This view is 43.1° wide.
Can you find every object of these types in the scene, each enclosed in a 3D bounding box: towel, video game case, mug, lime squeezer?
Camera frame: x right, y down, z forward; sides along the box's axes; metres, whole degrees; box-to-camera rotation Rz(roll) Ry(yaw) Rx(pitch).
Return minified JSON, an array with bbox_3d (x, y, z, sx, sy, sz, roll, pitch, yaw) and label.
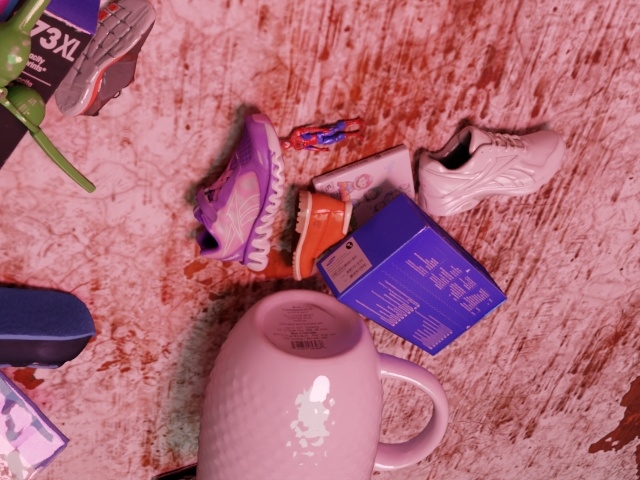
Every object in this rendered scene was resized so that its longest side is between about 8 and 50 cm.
[{"bbox_3d":[-0.514,0.311,1.106,0.285,0.034,0.209,-44,114,-20],"label":"towel"},{"bbox_3d":[0.070,-0.053,1.183,0.143,0.019,0.157,-21,134,-7],"label":"video game case"},{"bbox_3d":[0.007,0.257,1.227,0.374,0.276,0.328,7,122,-4],"label":"mug"},{"bbox_3d":[-0.287,-0.165,0.821,0.110,0.059,0.310,-36,148,-42],"label":"lime squeezer"}]

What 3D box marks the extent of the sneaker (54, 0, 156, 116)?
[{"bbox_3d":[-0.230,-0.201,0.899,0.158,0.061,0.065,-44,160,17],"label":"sneaker"}]

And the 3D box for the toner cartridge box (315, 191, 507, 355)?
[{"bbox_3d":[0.152,0.065,1.243,0.165,0.075,0.348,-39,145,12],"label":"toner cartridge box"}]

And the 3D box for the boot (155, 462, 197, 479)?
[{"bbox_3d":[-0.284,0.508,1.490,0.249,0.090,0.206,-15,122,-11],"label":"boot"}]

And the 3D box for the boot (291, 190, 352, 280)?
[{"bbox_3d":[0.000,0.000,1.153,0.085,0.059,0.158,4,134,-9],"label":"boot"}]

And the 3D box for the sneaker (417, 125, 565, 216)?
[{"bbox_3d":[0.247,-0.119,1.162,0.232,0.090,0.115,-22,131,-7],"label":"sneaker"}]

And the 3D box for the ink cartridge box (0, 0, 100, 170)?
[{"bbox_3d":[-0.364,-0.189,0.833,0.176,0.069,0.371,26,112,-39],"label":"ink cartridge box"}]

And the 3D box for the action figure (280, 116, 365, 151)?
[{"bbox_3d":[0.003,-0.137,1.073,0.115,0.030,0.038,-12,138,-13],"label":"action figure"}]

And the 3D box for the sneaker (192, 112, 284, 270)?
[{"bbox_3d":[-0.110,-0.056,1.050,0.105,0.095,0.236,1,130,-16],"label":"sneaker"}]

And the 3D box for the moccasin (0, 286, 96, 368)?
[{"bbox_3d":[-0.456,0.125,1.013,0.342,0.137,0.117,16,125,-34],"label":"moccasin"}]
